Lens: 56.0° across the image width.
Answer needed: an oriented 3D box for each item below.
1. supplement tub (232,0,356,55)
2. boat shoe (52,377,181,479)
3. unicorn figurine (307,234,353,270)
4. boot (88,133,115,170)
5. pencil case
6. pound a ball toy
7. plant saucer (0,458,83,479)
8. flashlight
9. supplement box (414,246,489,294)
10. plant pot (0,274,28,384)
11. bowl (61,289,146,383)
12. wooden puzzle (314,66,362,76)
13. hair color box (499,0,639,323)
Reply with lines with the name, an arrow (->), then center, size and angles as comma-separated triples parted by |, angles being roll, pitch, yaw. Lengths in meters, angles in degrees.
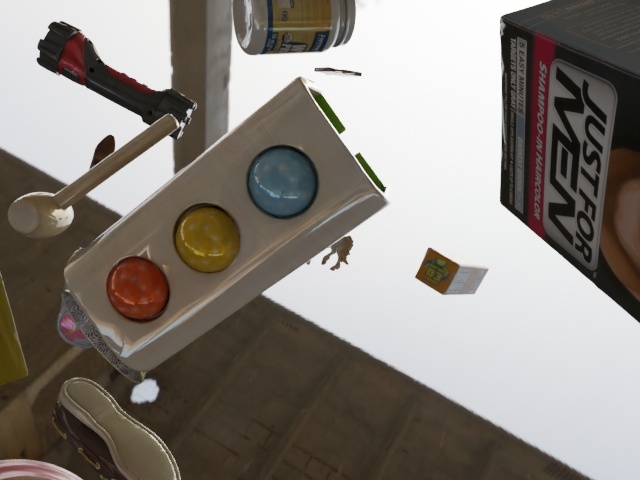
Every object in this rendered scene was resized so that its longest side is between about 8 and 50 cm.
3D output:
supplement tub -> -0.050, -0.419, 1.112 | 0.200, 0.144, 0.144 | -10, -131, -23
boat shoe -> -0.414, 0.415, 1.203 | 0.324, 0.096, 0.117 | 37, -160, 15
unicorn figurine -> 0.000, 0.000, 1.297 | 0.162, 0.060, 0.111 | 16, -104, 15
boot -> -0.530, -0.192, 1.446 | 0.042, 0.087, 0.118 | 26, -107, -20
pencil case -> -0.517, 0.119, 1.340 | 0.114, 0.124, 0.273 | 6, -156, -21
pound a ball toy -> -0.125, -0.028, 0.534 | 0.208, 0.319, 0.136 | 55, -165, -2
plant saucer -> -0.430, 0.466, 0.835 | 0.332, 0.084, 0.332 | 25, -136, -26
flashlight -> -0.398, -0.319, 1.196 | 0.304, 0.103, 0.103 | 26, -164, -9
supplement box -> 0.289, 0.069, 1.307 | 0.078, 0.080, 0.233 | 32, -170, 29
plant pot -> -0.570, 0.110, 0.847 | 0.212, 0.212, 0.187 | 25, -143, 35
bowl -> -0.283, 0.115, 0.863 | 0.170, 0.170, 0.080 | 34, -123, 20
wooden puzzle -> 0.024, -0.232, 0.829 | 0.049, 0.006, 0.083 | 1, -167, -30
hair color box -> 0.265, -0.027, 0.388 | 0.114, 0.185, 0.374 | -20, -143, -9
